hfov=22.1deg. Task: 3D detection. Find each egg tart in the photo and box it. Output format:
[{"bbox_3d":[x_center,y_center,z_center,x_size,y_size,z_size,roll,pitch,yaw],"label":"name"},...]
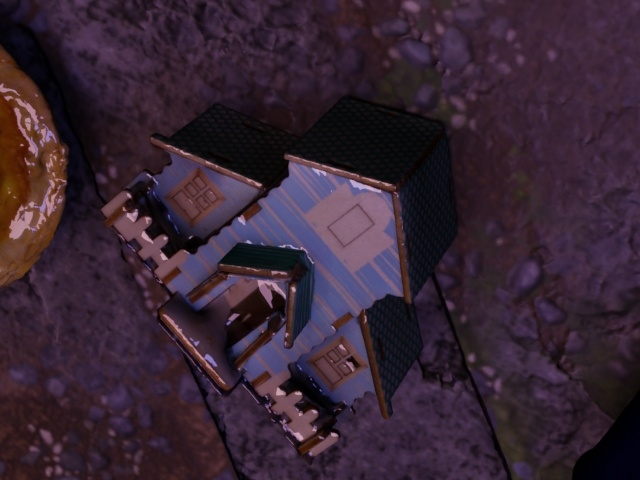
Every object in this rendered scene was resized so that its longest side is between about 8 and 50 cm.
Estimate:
[{"bbox_3d":[-0.297,-0.072,1.297,0.241,0.106,0.241,7,111,18],"label":"egg tart"}]

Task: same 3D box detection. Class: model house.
[{"bbox_3d":[0.000,0.000,1.184,0.206,0.178,0.271,-37,93,27],"label":"model house"}]

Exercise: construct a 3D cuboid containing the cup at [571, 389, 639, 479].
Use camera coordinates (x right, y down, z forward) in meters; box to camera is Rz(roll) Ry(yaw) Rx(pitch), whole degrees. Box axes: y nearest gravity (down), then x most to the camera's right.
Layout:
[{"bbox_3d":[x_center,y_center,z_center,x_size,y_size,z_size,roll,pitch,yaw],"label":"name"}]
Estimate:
[{"bbox_3d":[0.344,0.121,1.144,0.178,0.255,0.256,54,124,36],"label":"cup"}]
